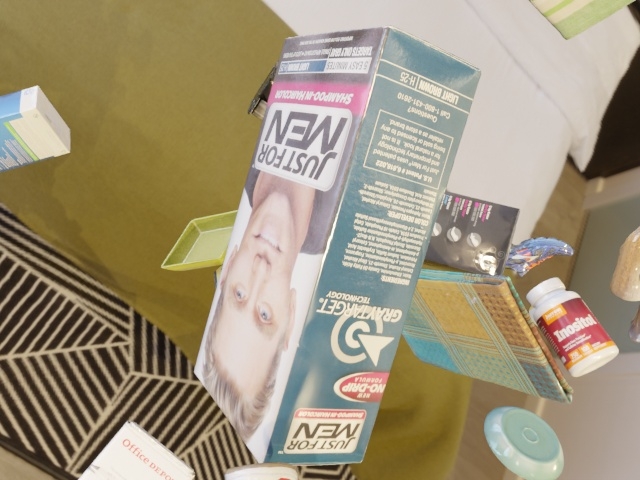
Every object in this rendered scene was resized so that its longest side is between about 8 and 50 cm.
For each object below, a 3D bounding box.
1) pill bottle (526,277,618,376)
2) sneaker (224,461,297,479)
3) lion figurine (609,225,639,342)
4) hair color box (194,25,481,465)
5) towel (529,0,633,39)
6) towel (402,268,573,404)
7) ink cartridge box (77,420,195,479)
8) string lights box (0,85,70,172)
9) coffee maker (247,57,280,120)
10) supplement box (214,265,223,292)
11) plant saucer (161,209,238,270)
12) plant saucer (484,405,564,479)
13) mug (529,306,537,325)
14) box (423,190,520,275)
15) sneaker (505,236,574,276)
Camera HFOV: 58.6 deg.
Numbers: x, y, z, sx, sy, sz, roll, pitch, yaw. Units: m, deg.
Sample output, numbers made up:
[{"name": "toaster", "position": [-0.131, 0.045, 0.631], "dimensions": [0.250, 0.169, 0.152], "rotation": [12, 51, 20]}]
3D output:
[{"name": "pill bottle", "position": [0.414, 0.142, 0.953], "dimensions": [0.086, 0.086, 0.152], "rotation": [-4, 53, -33]}, {"name": "sneaker", "position": [-0.032, 0.177, 0.343], "dimensions": [0.042, 0.118, 0.067], "rotation": [-5, 55, 3]}, {"name": "lion figurine", "position": [0.405, -0.072, 0.463], "dimensions": [0.392, 0.142, 0.240], "rotation": [-20, 124, -24]}, {"name": "hair color box", "position": [0.000, 0.000, 0.514], "dimensions": [0.105, 0.174, 0.347], "rotation": [12, 97, -32]}, {"name": "towel", "position": [0.420, -0.495, 0.922], "dimensions": [0.325, 0.248, 0.038], "rotation": [29, 55, -28]}, {"name": "towel", "position": [0.254, 0.158, 1.051], "dimensions": [0.040, 0.370, 0.271], "rotation": [-43, 110, -23]}, {"name": "ink cartridge box", "position": [-0.352, 0.457, 1.011], "dimensions": [0.158, 0.092, 0.218], "rotation": [37, 69, 4]}, {"name": "string lights box", "position": [-0.675, -0.213, 1.178], "dimensions": [0.259, 0.133, 0.077], "rotation": [-16, 55, -1]}, {"name": "coffee maker", "position": [-0.052, -0.311, 1.301], "dimensions": [0.178, 0.171, 0.120], "rotation": [30, 47, -18]}, {"name": "supplement box", "position": [-0.210, 0.091, 1.393], "dimensions": [0.056, 0.083, 0.083], "rotation": [38, 19, -33]}, {"name": "plant saucer", "position": [-0.280, 0.008, 1.431], "dimensions": [0.045, 0.188, 0.188], "rotation": [62, 33, -33]}, {"name": "plant saucer", "position": [0.290, 0.278, 0.800], "dimensions": [0.119, 0.021, 0.119], "rotation": [13, 37, -10]}, {"name": "mug", "position": [0.485, 0.142, 1.214], "dimensions": [0.062, 0.064, 0.078], "rotation": [-18, 62, -32]}, {"name": "box", "position": [0.239, -0.018, 1.145], "dimensions": [0.270, 0.165, 0.143], "rotation": [16, 87, 14]}, {"name": "sneaker", "position": [0.504, 0.044, 1.396], "dimensions": [0.083, 0.221, 0.087], "rotation": [13, 71, -65]}]
